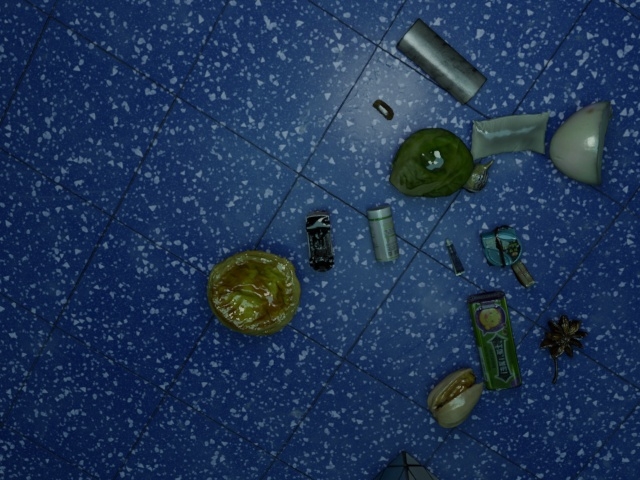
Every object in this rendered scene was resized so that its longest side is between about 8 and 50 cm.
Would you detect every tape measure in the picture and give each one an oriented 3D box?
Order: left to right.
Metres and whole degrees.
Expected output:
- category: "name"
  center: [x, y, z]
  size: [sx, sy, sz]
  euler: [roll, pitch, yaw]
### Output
- category: "tape measure"
  center: [0.625, 0.022, 1.859]
  size: [0.125, 0.081, 0.146]
  euler: [-15, 101, 10]

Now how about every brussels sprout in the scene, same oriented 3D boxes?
- category: "brussels sprout"
  center: [0.349, -0.244, 1.761]
  size: [0.271, 0.210, 0.219]
  euler: [-34, 120, 26]

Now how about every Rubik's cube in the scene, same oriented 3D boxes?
- category: "Rubik's cube"
  center: [0.325, 0.966, 2.020]
  size: [0.207, 0.205, 0.205]
  euler: [41, 102, -6]

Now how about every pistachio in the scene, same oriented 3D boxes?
- category: "pistachio"
  center: [0.491, 0.570, 1.958]
  size: [0.157, 0.157, 0.229]
  euler: [42, 96, -6]

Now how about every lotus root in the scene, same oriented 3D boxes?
- category: "lotus root"
  center: [0.214, -0.439, 1.812]
  size: [0.083, 0.030, 0.037]
  euler: [42, 100, -6]

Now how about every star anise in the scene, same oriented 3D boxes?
- category: "star anise"
  center: [0.842, 0.370, 1.919]
  size: [0.177, 0.073, 0.234]
  euler: [39, 85, -13]

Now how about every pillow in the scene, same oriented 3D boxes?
- category: "pillow"
  center: [0.624, -0.341, 1.784]
  size: [0.253, 0.078, 0.144]
  euler: [-6, 112, 5]

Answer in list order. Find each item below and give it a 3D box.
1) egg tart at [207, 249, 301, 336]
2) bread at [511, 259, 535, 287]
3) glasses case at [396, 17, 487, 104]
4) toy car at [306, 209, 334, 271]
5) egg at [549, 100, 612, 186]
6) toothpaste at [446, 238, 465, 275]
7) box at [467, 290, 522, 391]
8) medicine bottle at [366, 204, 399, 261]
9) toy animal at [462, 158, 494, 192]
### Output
- category: "egg tart"
  center: [-0.233, 0.179, 1.923]
  size: [0.340, 0.132, 0.342]
  euler: [1, 103, 5]
- category: "bread"
  center: [0.709, 0.123, 1.893]
  size: [0.043, 0.062, 0.109]
  euler: [-28, 57, 7]
- category: "glasses case"
  center: [0.392, -0.578, 1.754]
  size: [0.299, 0.060, 0.114]
  euler: [40, 99, -5]
- category: "toy car"
  center: [0.000, 0.000, 1.886]
  size: [0.089, 0.108, 0.210]
  euler: [-6, 106, 3]
- category: "egg"
  center: [0.821, -0.313, 1.726]
  size: [0.161, 0.206, 0.271]
  euler: [7, 94, 35]
- category: "toothpaste"
  center: [0.471, 0.058, 1.908]
  size: [0.037, 0.021, 0.140]
  euler: [-23, 102, 7]
- category: "box"
  center: [0.621, 0.359, 1.926]
  size: [0.134, 0.097, 0.346]
  euler: [-12, 101, 15]
- category: "medicine bottle"
  center: [0.217, -0.024, 1.874]
  size: [0.086, 0.086, 0.184]
  euler: [-11, 101, 6]
- category: "toy animal"
  center: [0.529, -0.213, 1.806]
  size: [0.137, 0.098, 0.098]
  euler: [-23, 100, 27]
